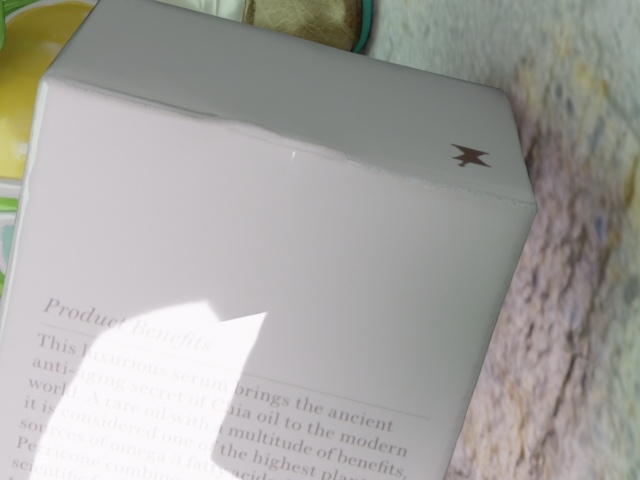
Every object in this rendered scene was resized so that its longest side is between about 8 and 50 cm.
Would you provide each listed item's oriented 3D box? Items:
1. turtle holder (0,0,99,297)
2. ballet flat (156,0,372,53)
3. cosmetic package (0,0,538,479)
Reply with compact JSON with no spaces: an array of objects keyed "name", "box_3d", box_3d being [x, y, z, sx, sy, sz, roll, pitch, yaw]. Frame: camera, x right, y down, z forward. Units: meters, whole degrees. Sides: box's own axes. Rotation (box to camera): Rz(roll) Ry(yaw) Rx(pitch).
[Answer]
[{"name":"turtle holder","box_3d":[-0.169,-0.087,1.112,0.227,0.243,0.320,2,128,42]},{"name":"ballet flat","box_3d":[-0.082,-0.199,1.083,0.342,0.124,0.116,-128,44,-55]},{"name":"cosmetic package","box_3d":[-0.064,0.123,0.818,0.161,0.230,0.453,-84,9,-66]}]
